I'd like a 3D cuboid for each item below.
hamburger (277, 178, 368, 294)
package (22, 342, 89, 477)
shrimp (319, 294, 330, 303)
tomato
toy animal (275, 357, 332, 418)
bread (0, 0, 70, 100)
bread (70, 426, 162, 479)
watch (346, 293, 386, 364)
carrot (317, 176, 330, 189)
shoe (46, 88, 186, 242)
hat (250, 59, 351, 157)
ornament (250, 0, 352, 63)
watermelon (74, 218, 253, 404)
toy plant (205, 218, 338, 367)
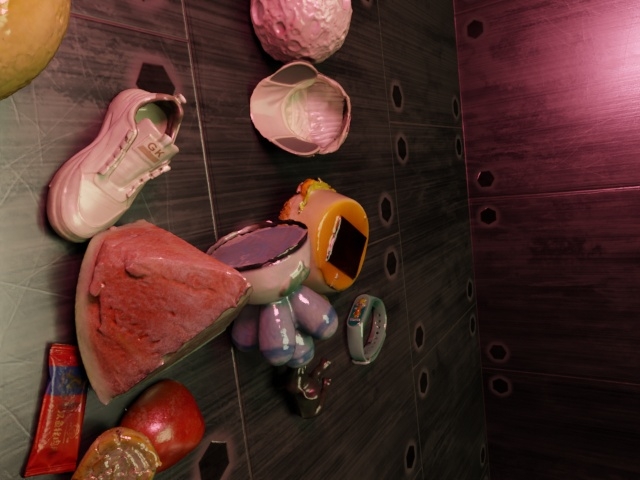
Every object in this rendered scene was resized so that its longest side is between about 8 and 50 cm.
[{"bbox_3d":[0.000,0.000,1.275,0.276,0.178,0.295,31,71,-51],"label":"hamburger"},{"bbox_3d":[-0.407,0.265,0.768,0.083,0.022,0.201,23,71,-55],"label":"package"},{"bbox_3d":[-0.044,0.191,1.293,0.217,0.051,0.115,20,89,-50],"label":"shrimp"},{"bbox_3d":[-0.282,0.358,0.901,0.174,0.082,0.167,-45,126,-51],"label":"tomato"},{"bbox_3d":[-0.030,0.369,1.262,0.146,0.114,0.245,-57,134,-42],"label":"toy animal"},{"bbox_3d":[-0.450,-0.297,0.532,0.320,0.237,0.321,14,73,-56],"label":"bread"},{"bbox_3d":[-0.335,0.385,0.784,0.117,0.064,0.157,29,76,-12],"label":"bread"},{"bbox_3d":[0.152,0.292,1.601,0.195,0.068,0.237,65,36,-35],"label":"watch"},{"bbox_3d":[0.044,-0.114,1.474,0.216,0.048,0.048,55,45,-34],"label":"carrot"},{"bbox_3d":[-0.315,-0.139,0.810,0.124,0.159,0.317,47,48,-47],"label":"shoe"},{"bbox_3d":[-0.052,-0.327,1.248,0.274,0.161,0.232,-8,98,-33],"label":"hat"},{"bbox_3d":[-0.039,-0.568,1.196,0.259,0.224,0.260,2,87,-56],"label":"ornament"},{"bbox_3d":[-0.243,0.093,0.848,0.250,0.292,0.284,-91,169,-79],"label":"watermelon"},{"bbox_3d":[-0.094,0.144,1.075,0.247,0.246,0.333,-43,124,-50],"label":"toy plant"}]
